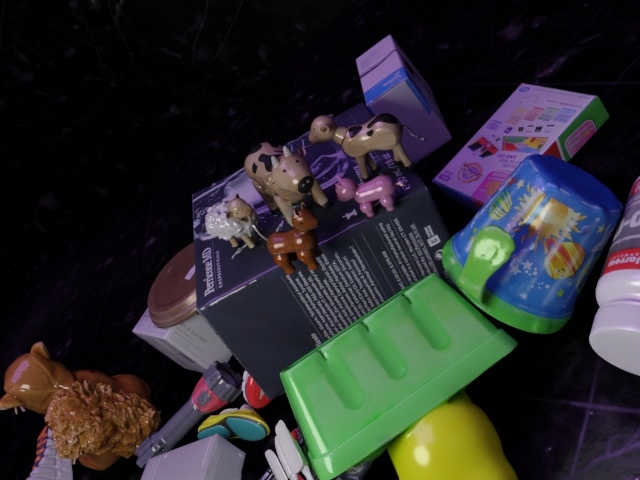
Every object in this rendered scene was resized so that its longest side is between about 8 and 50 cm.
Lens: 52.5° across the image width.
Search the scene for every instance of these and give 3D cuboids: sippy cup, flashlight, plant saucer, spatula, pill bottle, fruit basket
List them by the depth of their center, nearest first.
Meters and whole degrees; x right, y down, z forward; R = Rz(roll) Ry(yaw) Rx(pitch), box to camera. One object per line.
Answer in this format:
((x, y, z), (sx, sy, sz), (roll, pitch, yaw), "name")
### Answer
((0.498, 0.043, 0.936), (0.161, 0.161, 0.283), (-2, 51, 51), "pill bottle")
((0.155, 0.282, 1.033), (0.392, 0.392, 0.283), (-54, -2, -13), "fruit basket")
((0.349, -0.008, 1.044), (0.305, 0.240, 0.224), (-70, 5, -60), "sippy cup")
((-0.025, 0.424, 1.050), (0.242, 0.019, 0.168), (59, 145, 28), "spatula")
((-0.321, 0.432, 1.592), (0.304, 0.103, 0.103), (-47, 34, 9), "flashlight")
((-0.348, 0.100, 1.676), (0.278, 0.041, 0.278), (-29, 34, 22), "plant saucer")

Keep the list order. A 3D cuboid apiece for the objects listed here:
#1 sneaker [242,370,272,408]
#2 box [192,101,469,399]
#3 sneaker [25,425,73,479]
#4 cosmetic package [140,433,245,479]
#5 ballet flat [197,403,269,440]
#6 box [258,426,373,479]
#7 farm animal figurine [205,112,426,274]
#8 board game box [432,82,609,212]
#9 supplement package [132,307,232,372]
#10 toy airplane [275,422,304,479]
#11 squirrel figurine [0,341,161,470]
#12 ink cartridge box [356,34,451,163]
((-0.065, 0.267, 1.450), (0.279, 0.107, 0.118), (-50, 35, -5), "sneaker")
((0.000, 0.000, 1.404), (0.472, 0.297, 0.480), (-29, 32, 5), "box")
((-0.788, 0.666, 1.898), (0.180, 0.125, 0.321), (-34, 35, 54), "sneaker")
((-0.287, 0.526, 1.419), (0.238, 0.107, 0.127), (-32, 30, 30), "cosmetic package")
((-0.191, 0.410, 1.471), (0.231, 0.077, 0.077), (-23, 21, 39), "ballet flat")
((-0.014, 0.432, 1.203), (0.180, 0.077, 0.147), (-53, 31, -10), "box")
((-0.029, -0.119, 1.153), (0.327, 0.172, 0.330), (14, 53, 47), "farm animal figurine")
((0.427, -0.197, 1.421), (0.316, 0.064, 0.242), (-47, 29, -1), "board game box")
((-0.327, 0.198, 1.768), (0.198, 0.199, 0.262), (-2, 52, 50), "supplement package")
((-0.050, 0.390, 1.135), (0.028, 0.151, 0.151), (-16, 22, -21), "toy airplane")
((-0.636, 0.426, 1.713), (0.397, 0.370, 0.281), (0, 53, 52), "squirrel figurine")
((0.220, -0.388, 1.758), (0.129, 0.223, 0.307), (-34, 32, 20), "ink cartridge box")
